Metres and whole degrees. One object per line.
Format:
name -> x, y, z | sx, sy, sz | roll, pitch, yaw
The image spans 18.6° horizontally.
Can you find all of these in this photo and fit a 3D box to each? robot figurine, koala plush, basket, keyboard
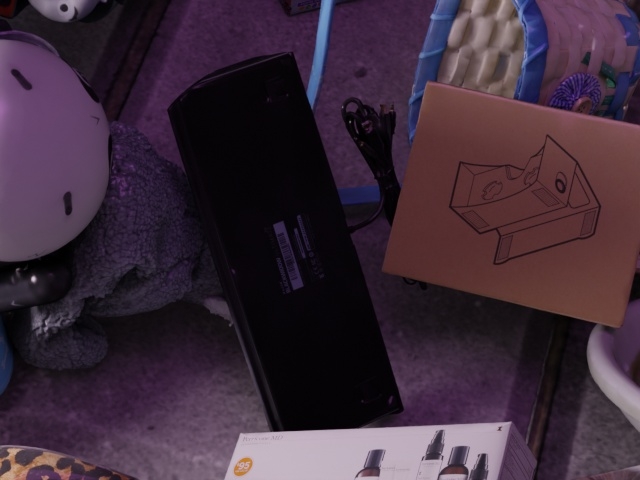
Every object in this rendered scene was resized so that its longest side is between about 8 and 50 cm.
robot figurine -> -0.278, -0.060, 1.490 | 0.209, 0.278, 0.173 | 30, 66, -34
koala plush -> -0.122, 0.000, 1.614 | 0.221, 0.203, 0.196 | 9, 62, -27
basket -> 0.125, -0.141, 1.696 | 0.289, 0.254, 0.201 | 1, 37, -15
keyboard -> 0.000, 0.000, 1.599 | 0.202, 0.033, 0.317 | -21, 99, -28

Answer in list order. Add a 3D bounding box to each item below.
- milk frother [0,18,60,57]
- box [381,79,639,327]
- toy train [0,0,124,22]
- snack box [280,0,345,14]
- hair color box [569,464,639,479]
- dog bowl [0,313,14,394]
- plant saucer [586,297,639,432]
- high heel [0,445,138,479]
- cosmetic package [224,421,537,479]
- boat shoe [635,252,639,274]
milk frother -> -0.301, -0.108, 1.685 | 0.143, 0.134, 0.129 | -30, 62, -26
box -> 0.165, -0.031, 1.591 | 0.201, 0.021, 0.164 | 13, 91, 5
toy train -> -0.228, -0.294, 1.787 | 0.190, 0.142, 0.334 | 19, 28, 4
snack box -> 0.015, -0.282, 1.919 | 0.141, 0.037, 0.100 | -16, 56, -19
hair color box -> 0.234, 0.347, 1.446 | 0.174, 0.105, 0.347 | -10, 55, -15
dog bowl -> -0.386, 0.090, 1.543 | 0.297, 0.074, 0.166 | -18, 50, -26
plant saucer -> 0.408, 0.146, 1.561 | 0.401, 0.100, 0.400 | 5, 19, -2
high heel -> -0.265, 0.250, 1.445 | 0.261, 0.093, 0.186 | -6, 47, 7
cosmetic package -> 0.037, 0.195, 1.485 | 0.239, 0.060, 0.099 | -6, 45, 29
boat shoe -> 0.323, -0.012, 1.709 | 0.285, 0.103, 0.092 | 4, 94, -10
